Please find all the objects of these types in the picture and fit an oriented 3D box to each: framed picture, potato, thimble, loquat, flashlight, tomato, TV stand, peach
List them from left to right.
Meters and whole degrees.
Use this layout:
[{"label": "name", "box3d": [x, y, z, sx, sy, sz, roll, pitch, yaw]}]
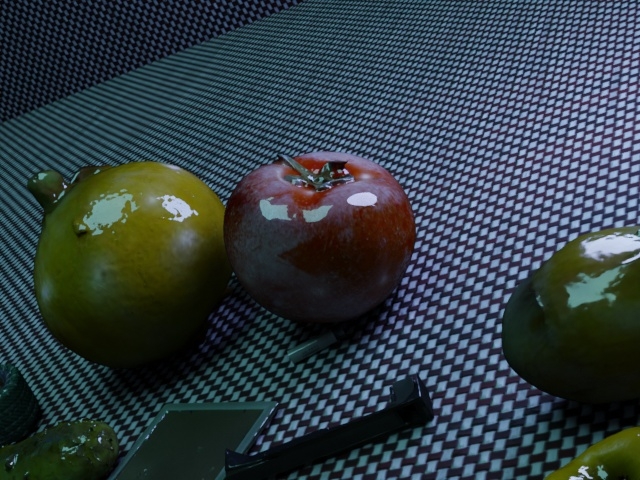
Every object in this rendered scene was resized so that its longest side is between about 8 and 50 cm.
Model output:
[{"label": "thimble", "box3d": [-0.505, 0.262, 1.802, 0.118, 0.090, 0.135, -36, 25, -15]}, {"label": "potato", "box3d": [-0.375, 0.306, 1.570, 0.225, 0.090, 0.117, -19, 25, 19]}, {"label": "loquat", "box3d": [-0.297, 0.018, 1.749, 0.328, 0.359, 0.328, -47, 8, 8]}, {"label": "framed picture", "box3d": [-0.194, 0.304, 1.469, 0.216, 0.016, 0.273, -7, 32, 39]}, {"label": "flashlight", "box3d": [-0.005, 0.142, 1.580, 0.083, 0.018, 0.018, -28, 22, 2]}, {"label": "tomato", "box3d": [0.000, 0.000, 1.604, 0.270, 0.227, 0.270, -3, 27, 1]}, {"label": "TV stand", "box3d": [0.007, 0.226, 1.361, 0.256, 0.040, 0.049, -23, 34, 13]}, {"label": "loquat", "box3d": [0.297, 0.079, 1.186, 0.227, 0.179, 0.179, -27, 24, 6]}, {"label": "peach", "box3d": [0.265, 0.239, 0.984, 0.179, 0.103, 0.179, -23, 27, 13]}]
